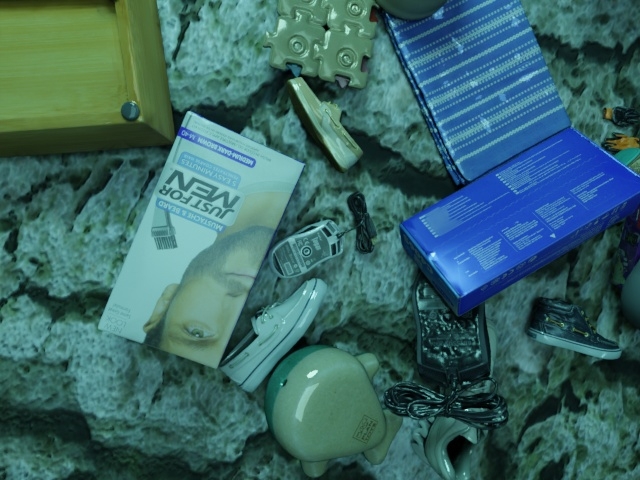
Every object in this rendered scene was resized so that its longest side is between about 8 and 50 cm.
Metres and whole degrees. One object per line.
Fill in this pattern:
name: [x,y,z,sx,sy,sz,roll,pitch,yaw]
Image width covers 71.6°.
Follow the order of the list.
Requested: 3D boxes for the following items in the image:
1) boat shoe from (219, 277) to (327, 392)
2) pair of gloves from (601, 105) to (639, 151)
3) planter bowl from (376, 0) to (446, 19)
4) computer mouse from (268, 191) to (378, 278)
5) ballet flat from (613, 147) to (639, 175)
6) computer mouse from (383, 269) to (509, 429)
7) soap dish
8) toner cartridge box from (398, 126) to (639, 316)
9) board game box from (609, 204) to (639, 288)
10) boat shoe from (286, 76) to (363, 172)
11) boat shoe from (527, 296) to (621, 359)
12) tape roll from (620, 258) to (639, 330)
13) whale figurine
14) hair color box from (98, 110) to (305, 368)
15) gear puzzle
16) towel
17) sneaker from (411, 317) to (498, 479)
boat shoe: [-0.080,0.145,0.724,0.076,0.083,0.226,36,90,-11]
pair of gloves: [0.556,-0.206,0.822,0.074,0.010,0.083,-1,93,-7]
planter bowl: [0.155,-0.430,0.654,0.162,0.109,0.161,-1,96,-15]
computer mouse: [0.000,0.000,0.745,0.193,0.042,0.106,-23,103,-11]
ballet flat: [0.506,-0.084,0.799,0.206,0.073,0.067,-36,111,-1]
computer mouse: [0.210,0.163,0.741,0.189,0.072,0.272,-2,65,24]
soap dish: [-0.371,-0.242,0.624,0.291,0.118,0.228,-6,97,-7]
toner cartridge box: [0.322,-0.038,0.727,0.348,0.075,0.165,-29,54,-4]
board game box: [0.727,-0.023,0.822,0.347,0.056,0.208,-6,118,-8]
boat shoe: [0.010,-0.193,0.718,0.059,0.063,0.170,-37,109,-6]
boat shoe: [0.480,0.161,0.820,0.184,0.065,0.083,14,95,-9]
tape roll: [0.663,0.089,0.793,0.219,0.072,0.219,-4,115,-8]
whale figurine: [0.023,0.281,0.746,0.272,0.141,0.216,38,75,-33]
hair color box: [-0.177,0.001,0.685,0.185,0.110,0.338,23,94,-11]
gear puzzle: [0.016,-0.419,0.705,0.176,0.044,0.338,9,93,-11]
towel: [0.274,-0.287,0.757,0.243,0.040,0.335,-29,99,-6]
sneaker: [0.255,0.276,0.774,0.110,0.118,0.291,15,92,-8]
